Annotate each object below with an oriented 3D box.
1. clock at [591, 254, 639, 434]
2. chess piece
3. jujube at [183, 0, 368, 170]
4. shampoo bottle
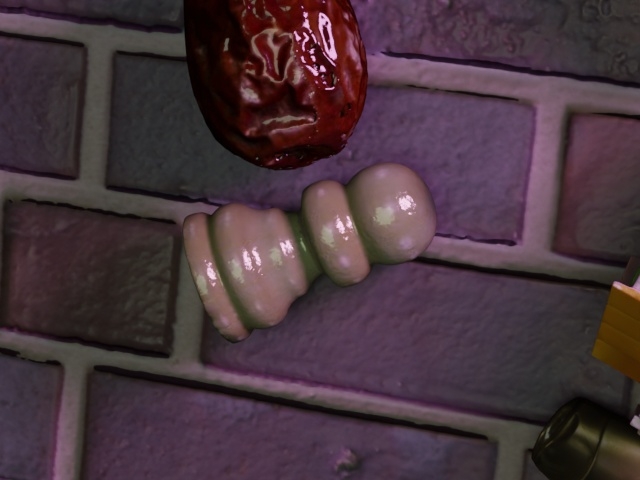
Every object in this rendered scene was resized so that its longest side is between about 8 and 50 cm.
[{"bbox_3d":[0.375,0.035,1.540,0.166,0.235,0.309,28,105,11],"label":"clock"},{"bbox_3d":[0.000,0.000,1.701,0.251,0.144,0.144,-20,93,11],"label":"chess piece"},{"bbox_3d":[-0.046,-0.194,1.662,0.183,0.183,0.243,-14,87,17],"label":"jujube"},{"bbox_3d":[0.369,0.285,1.622,0.350,0.084,0.125,37,123,24],"label":"shampoo bottle"}]
